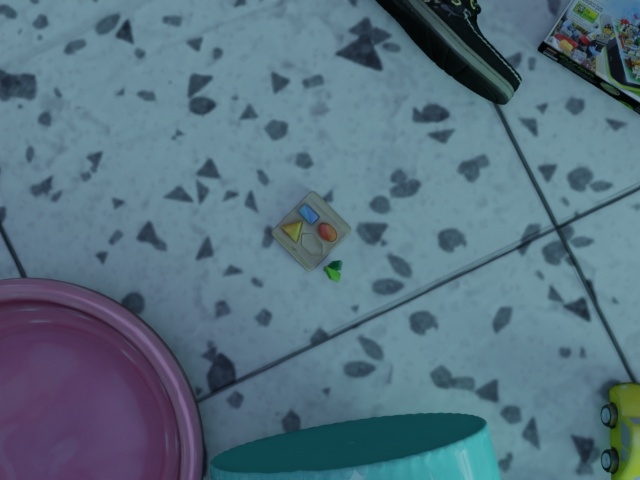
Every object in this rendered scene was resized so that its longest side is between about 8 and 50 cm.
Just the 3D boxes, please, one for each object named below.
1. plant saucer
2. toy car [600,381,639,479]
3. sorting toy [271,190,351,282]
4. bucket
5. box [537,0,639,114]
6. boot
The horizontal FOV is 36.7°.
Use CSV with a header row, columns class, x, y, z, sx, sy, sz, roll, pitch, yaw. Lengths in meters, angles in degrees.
class,x,y,z,sx,sy,sz,roll,pitch,yaw
plant saucer,-0.272,0.201,0.924,0.332,0.084,0.332,0,89,3
toy car,0.282,0.273,0.874,0.225,0.053,0.239,-29,86,-18
sorting toy,0.000,0.000,0.952,0.062,0.012,0.083,-45,86,0
bucket,0.037,0.258,0.817,0.281,0.281,0.183,-8,87,3
box,0.329,-0.179,0.929,0.207,0.036,0.114,33,90,4
boot,0.148,-0.265,0.919,0.178,0.085,0.236,-44,86,-2
